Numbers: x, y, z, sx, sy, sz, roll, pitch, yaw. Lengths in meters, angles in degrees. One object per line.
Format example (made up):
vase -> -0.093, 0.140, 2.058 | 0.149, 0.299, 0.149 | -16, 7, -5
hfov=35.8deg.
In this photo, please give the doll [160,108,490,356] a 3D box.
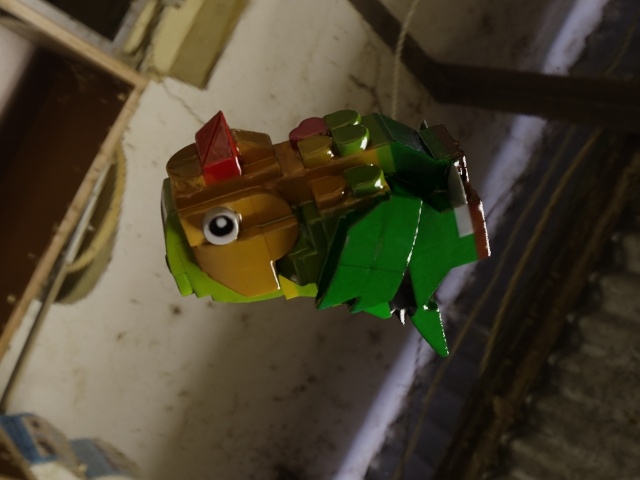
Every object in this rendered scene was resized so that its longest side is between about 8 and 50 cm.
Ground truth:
doll -> 0.002, -0.007, 0.552 | 0.106, 0.186, 0.134 | -109, -149, -54
